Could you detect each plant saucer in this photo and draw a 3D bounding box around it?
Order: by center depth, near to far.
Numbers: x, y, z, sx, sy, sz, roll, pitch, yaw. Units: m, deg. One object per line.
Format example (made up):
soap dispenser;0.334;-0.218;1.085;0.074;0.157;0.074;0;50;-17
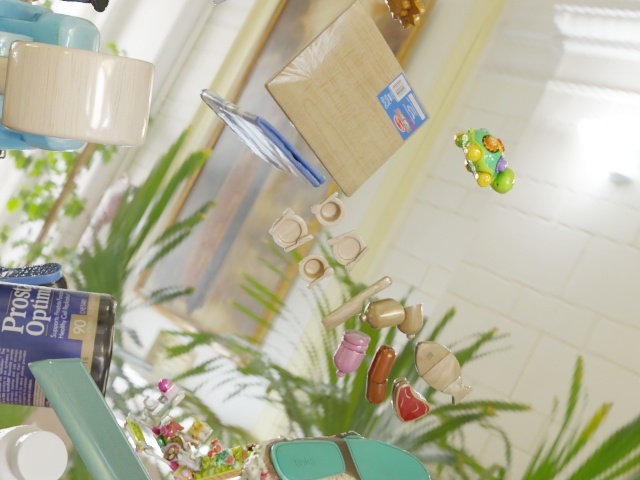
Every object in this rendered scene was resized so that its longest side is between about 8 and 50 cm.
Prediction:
plant saucer;-0.188;0.182;0.861;0.192;0.018;0.067;56;13;15

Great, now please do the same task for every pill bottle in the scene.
pill bottle;-0.322;0.102;0.985;0.219;0.122;0.123;8;1;-13
pill bottle;-0.473;0.344;1.525;0.108;0.107;0.180;30;-32;-33

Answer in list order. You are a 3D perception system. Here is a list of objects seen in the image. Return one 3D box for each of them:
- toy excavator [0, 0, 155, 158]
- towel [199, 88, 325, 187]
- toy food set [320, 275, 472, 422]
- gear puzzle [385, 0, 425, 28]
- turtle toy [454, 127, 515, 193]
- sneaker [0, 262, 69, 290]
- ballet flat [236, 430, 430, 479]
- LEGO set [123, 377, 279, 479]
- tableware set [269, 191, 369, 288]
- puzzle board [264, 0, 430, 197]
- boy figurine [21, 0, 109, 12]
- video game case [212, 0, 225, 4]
toy excavator;-0.327;-0.182;1.078;0.445;0.222;0.433;9;7;14
towel;-0.117;-0.205;1.918;0.209;0.034;0.285;44;-7;-33
toy food set;0.049;0.082;0.692;0.122;0.078;0.019;58;-4;-26
gear puzzle;0.070;-0.434;1.250;0.175;0.044;0.338;31;-40;57
turtle toy;0.269;-0.128;1.582;0.130;0.066;0.095;62;5;-25
sneaker;-0.604;0.101;1.917;0.232;0.090;0.081;-3;25;14
ballet flat;0.009;0.240;0.983;0.241;0.077;0.091;18;39;-42
LEGO set;-0.190;0.292;1.426;0.287;0.132;0.107;15;-21;45
tableware set;0.000;0.000;1.761;0.168;0.141;0.020;58;-2;-21
puzzle board;0.023;-0.107;0.755;0.011;0.096;0.128;36;-12;50
boy figurine;-0.467;-0.450;1.616;0.285;0.177;0.092;14;-41;16
video game case;-0.041;-0.458;1.581;0.227;0.206;0.026;-14;-70;40
